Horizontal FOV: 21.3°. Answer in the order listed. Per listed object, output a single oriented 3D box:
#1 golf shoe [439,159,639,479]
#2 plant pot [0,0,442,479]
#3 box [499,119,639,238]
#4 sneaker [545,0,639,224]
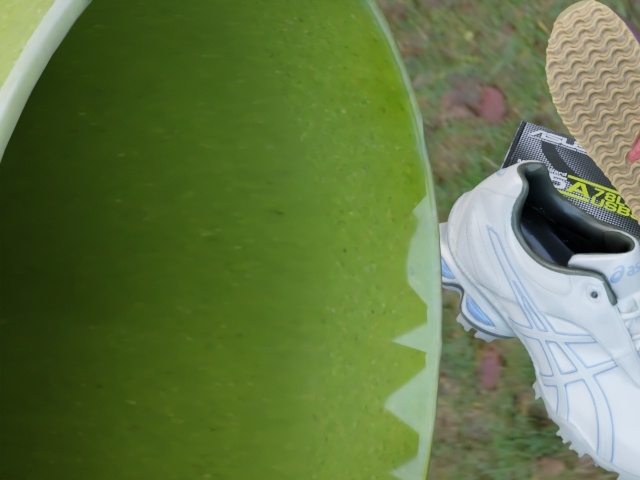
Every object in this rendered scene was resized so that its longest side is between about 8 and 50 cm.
[{"bbox_3d":[0.125,0.039,0.746,0.176,0.086,0.069,43,54,7],"label":"golf shoe"},{"bbox_3d":[-0.150,0.034,0.538,0.294,0.275,0.274,4,85,26],"label":"plant pot"},{"bbox_3d":[0.242,-0.019,1.490,0.191,0.184,0.045,19,129,9],"label":"box"},{"bbox_3d":[0.204,-0.064,1.062,0.070,0.084,0.185,-31,77,22],"label":"sneaker"}]
